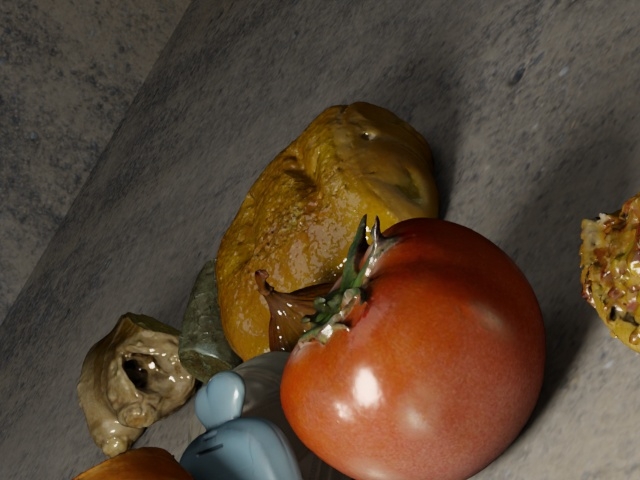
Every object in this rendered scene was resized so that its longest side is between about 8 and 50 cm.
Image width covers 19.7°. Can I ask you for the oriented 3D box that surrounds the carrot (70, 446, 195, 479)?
[{"bbox_3d":[-0.153,0.326,1.673,0.193,0.214,0.331,-46,46,4],"label":"carrot"}]

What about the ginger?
[{"bbox_3d":[-0.258,0.204,2.564,0.221,0.130,0.275,-63,16,6],"label":"ginger"}]

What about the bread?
[{"bbox_3d":[-0.007,-0.005,2.256,0.337,0.148,0.328,-48,19,20],"label":"bread"}]

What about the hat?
[{"bbox_3d":[-0.052,0.239,1.898,0.232,0.161,0.275,-48,34,31],"label":"hat"}]

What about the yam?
[{"bbox_3d":[-0.134,0.111,2.452,0.107,0.107,0.183,-39,25,39],"label":"yam"}]

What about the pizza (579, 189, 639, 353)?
[{"bbox_3d":[0.297,0.020,1.534,0.161,0.085,0.305,-53,19,1],"label":"pizza"}]

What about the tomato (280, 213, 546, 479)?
[{"bbox_3d":[0.086,0.105,1.687,0.256,0.224,0.256,-51,14,17],"label":"tomato"}]

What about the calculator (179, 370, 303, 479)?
[{"bbox_3d":[-0.071,0.277,1.784,0.188,0.042,0.302,-30,74,51],"label":"calculator"}]

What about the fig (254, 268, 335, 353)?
[{"bbox_3d":[-0.021,0.096,2.033,0.134,0.201,0.146,18,80,60],"label":"fig"}]
